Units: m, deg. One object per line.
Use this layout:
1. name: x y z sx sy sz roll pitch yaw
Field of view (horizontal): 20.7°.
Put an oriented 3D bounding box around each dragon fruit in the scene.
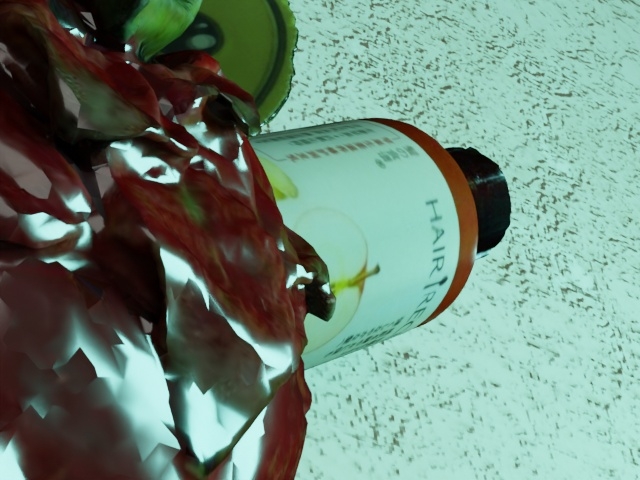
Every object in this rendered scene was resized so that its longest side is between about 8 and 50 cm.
1. dragon fruit: -0.139 0.038 0.445 0.299 0.244 0.244 -22 65 -21

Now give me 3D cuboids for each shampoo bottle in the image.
1. shampoo bottle: 0.000 0.000 0.782 0.104 0.104 0.278 52 31 14

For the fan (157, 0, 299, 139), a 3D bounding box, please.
1. fan: -0.142 -0.097 0.727 0.230 0.011 0.335 -22 47 -24
